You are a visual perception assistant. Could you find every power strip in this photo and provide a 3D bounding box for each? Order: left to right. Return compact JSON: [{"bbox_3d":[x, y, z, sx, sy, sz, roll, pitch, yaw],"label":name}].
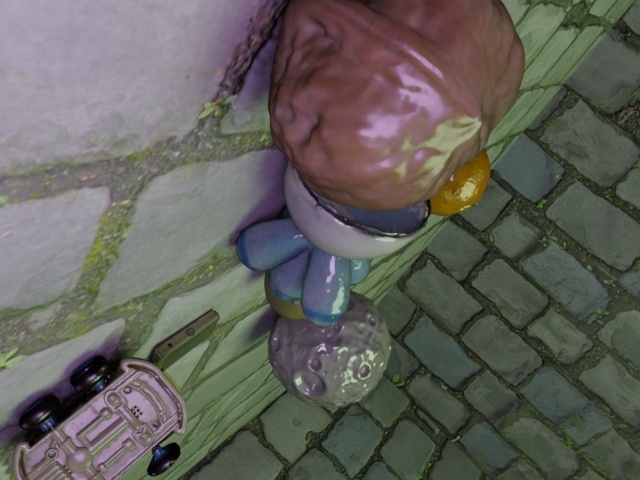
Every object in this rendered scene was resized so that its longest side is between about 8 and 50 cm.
[{"bbox_3d":[-0.265,0.196,1.121,0.169,0.028,0.076,-35,163,-45],"label":"power strip"}]

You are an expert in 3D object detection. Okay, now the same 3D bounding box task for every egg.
[{"bbox_3d":[-0.030,0.068,1.193,0.201,0.164,0.164,-56,165,12],"label":"egg"}]

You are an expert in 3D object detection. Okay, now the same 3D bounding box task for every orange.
[{"bbox_3d":[0.329,-0.166,1.499,0.219,0.193,0.219,-23,-175,2],"label":"orange"}]

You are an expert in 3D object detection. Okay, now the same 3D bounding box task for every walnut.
[{"bbox_3d":[0.067,-0.162,0.605,0.273,0.273,0.226,-39,128,-29],"label":"walnut"}]

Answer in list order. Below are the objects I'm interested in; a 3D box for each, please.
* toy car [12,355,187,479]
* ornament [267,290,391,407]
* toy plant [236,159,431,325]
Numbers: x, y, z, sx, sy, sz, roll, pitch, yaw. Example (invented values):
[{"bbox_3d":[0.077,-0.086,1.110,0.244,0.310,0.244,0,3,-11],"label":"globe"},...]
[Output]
[{"bbox_3d":[-0.343,0.295,0.919,0.248,0.204,0.198,-40,-172,-21],"label":"toy car"},{"bbox_3d":[0.020,0.295,1.589,0.337,0.337,0.337,-43,166,-13],"label":"ornament"},{"bbox_3d":[0.000,0.000,0.963,0.247,0.247,0.332,-33,163,-45],"label":"toy plant"}]
